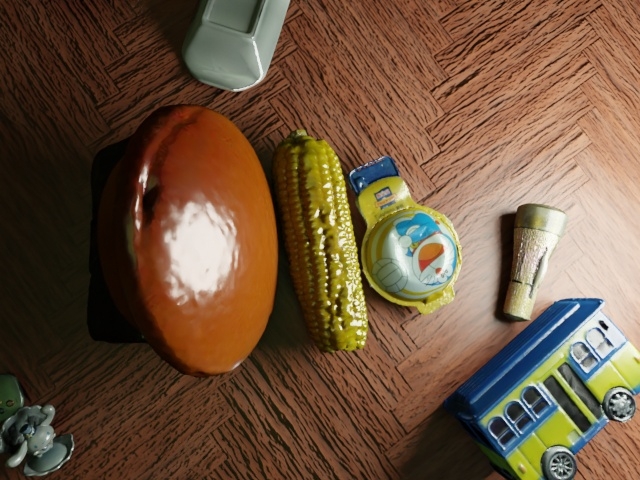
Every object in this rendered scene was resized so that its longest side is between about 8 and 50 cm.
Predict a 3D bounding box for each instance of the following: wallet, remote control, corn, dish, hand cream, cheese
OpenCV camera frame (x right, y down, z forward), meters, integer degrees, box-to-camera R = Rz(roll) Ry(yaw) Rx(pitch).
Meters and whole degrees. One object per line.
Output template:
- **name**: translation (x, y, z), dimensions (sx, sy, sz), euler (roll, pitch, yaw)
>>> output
- **wallet**: translation (-0.301, -0.001, 0.791), dimensions (0.165, 0.042, 0.309), euler (-8, 79, 38)
- **remote control**: translation (-0.555, 0.267, 0.778), dimensions (0.222, 0.042, 0.072), euler (-22, 85, -10)
- **corn**: translation (0.000, 0.000, 0.838), dimensions (0.121, 0.120, 0.363), euler (-13, 85, -8)
- **dish**: translation (-0.148, -0.373, 0.900), dimensions (0.154, 0.064, 0.234), euler (16, 82, -4)
- **hand cream**: translation (0.354, 0.040, 0.896), dimensions (0.084, 0.084, 0.203), euler (17, 87, -4)
- **cheese**: translation (0.136, -0.008, 0.876), dimensions (0.177, 0.069, 0.270), euler (-26, 86, -9)

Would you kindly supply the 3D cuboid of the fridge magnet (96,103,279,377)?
- **fridge magnet**: translation (-0.160, 0.000, 0.713), dimensions (0.155, 0.364, 0.363), euler (-5, 82, 18)

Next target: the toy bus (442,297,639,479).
- **toy bus**: translation (0.361, 0.236, 0.834), dimensions (0.288, 0.138, 0.175), euler (-39, 89, -9)

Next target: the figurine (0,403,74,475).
- **figurine**: translation (-0.420, 0.292, 0.768), dimensions (0.082, 0.094, 0.086), euler (0, 115, 29)
